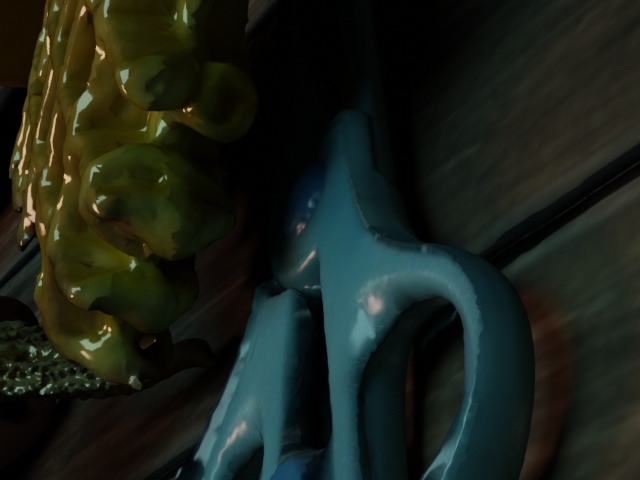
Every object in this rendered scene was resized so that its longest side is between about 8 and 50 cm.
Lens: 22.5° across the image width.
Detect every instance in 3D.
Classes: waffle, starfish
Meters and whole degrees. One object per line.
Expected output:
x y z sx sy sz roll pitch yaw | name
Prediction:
-0.077 -0.074 0.632 0.309 0.065 0.283 130 146 -64 | waffle
-0.200 0.066 0.644 0.295 0.048 0.231 2 19 33 | starfish

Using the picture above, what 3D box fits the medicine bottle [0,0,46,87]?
-0.168 -0.238 0.923 0.238 0.238 0.232 -55 22 21 | medicine bottle

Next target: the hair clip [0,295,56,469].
-0.200 0.086 0.803 0.138 0.123 0.102 -53 43 14 | hair clip

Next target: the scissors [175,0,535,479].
0.001 0.000 0.540 0.180 0.032 0.393 -49 26 33 | scissors
